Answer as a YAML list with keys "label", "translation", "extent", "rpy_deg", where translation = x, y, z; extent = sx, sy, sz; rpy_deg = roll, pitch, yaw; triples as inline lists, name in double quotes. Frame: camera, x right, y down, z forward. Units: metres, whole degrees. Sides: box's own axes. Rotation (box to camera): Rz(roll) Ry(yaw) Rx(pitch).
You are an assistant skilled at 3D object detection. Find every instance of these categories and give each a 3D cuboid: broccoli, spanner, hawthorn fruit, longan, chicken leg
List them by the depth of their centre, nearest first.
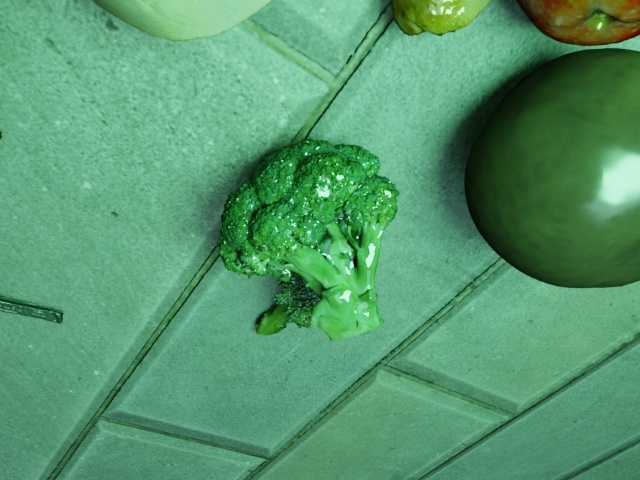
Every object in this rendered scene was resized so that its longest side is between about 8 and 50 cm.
- label: "hawthorn fruit"
  translation: [0.288, -0.283, 0.495]
  extent: [0.173, 0.172, 0.172]
  rpy_deg: [-3, 129, -4]
- label: "chicken leg"
  translation: [0.162, -0.331, 0.504]
  extent: [0.107, 0.087, 0.251]
  rpy_deg: [12, 121, -30]
- label: "longan"
  translation: [0.331, -0.077, 0.608]
  extent: [0.298, 0.297, 0.297]
  rpy_deg: [-3, 129, -4]
- label: "broccoli"
  translation: [0.000, 0.000, 0.653]
  extent: [0.270, 0.270, 0.270]
  rpy_deg: [-25, 84, 13]
- label: "spanner"
  translation: [-0.592, 0.088, 0.788]
  extent: [0.326, 0.026, 0.093]
  rpy_deg: [21, 125, -23]
- label: "broccoli"
  translation: [-0.051, 0.115, 0.844]
  extent: [0.118, 0.122, 0.204]
  rpy_deg: [33, 134, -12]

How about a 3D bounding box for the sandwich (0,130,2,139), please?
- label: "sandwich"
  translation: [-0.488, -0.129, 0.566]
  extent: [0.079, 0.113, 0.163]
  rpy_deg: [-38, 123, 22]

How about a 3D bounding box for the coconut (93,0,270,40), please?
- label: "coconut"
  translation: [-0.123, -0.301, 0.401]
  extent: [0.239, 0.244, 0.239]
  rpy_deg: [0, 92, 3]
